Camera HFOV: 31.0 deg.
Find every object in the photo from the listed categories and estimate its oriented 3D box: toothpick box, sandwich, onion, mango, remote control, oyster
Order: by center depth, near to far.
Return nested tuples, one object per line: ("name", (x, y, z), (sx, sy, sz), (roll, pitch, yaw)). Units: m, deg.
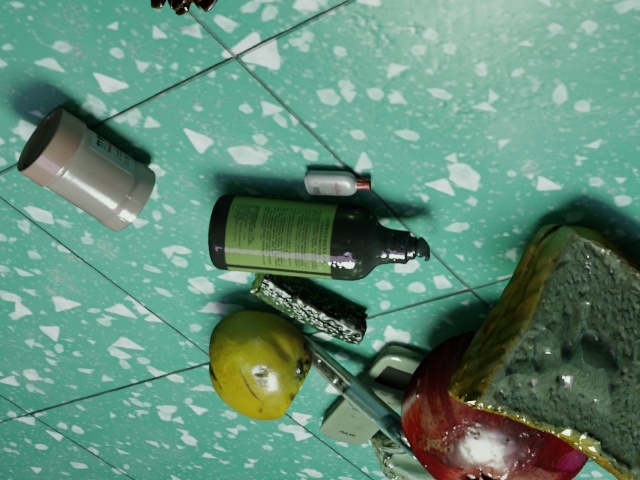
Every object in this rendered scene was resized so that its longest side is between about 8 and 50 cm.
("sandwich", (0.352, 0.145, 1.470), (0.301, 0.271, 0.099), (28, -175, -18))
("toothpick box", (-0.299, -0.089, 1.480), (0.149, 0.098, 0.098), (36, 138, -28))
("onion", (0.253, 0.256, 1.642), (0.276, 0.276, 0.276), (8, 143, 6))
("mango", (-0.101, 0.197, 1.769), (0.167, 0.130, 0.262), (41, 152, 10))
("remote control", (0.087, 0.254, 1.867), (0.090, 0.038, 0.309), (21, 143, -11))
("oyster", (0.225, 0.362, 1.927), (0.199, 0.087, 0.252), (40, 129, -18))

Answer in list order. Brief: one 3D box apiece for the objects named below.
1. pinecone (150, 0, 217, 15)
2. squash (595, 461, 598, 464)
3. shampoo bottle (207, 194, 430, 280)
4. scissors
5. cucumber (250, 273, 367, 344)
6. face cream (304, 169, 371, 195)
("pinecone", (-0.153, -0.307, 1.089), (0.165, 0.163, 0.163), (22, 145, -34))
("squash", (0.446, 0.286, 1.773), (0.077, 0.068, 0.219), (19, 147, 19))
("shampoo bottle", (0.000, 0.000, 1.504), (0.283, 0.101, 0.101), (5, 143, 11))
("scissors", (0.070, 0.247, 1.772), (0.289, 0.041, 0.138), (43, -174, 6))
("cucumber", (-0.015, 0.094, 1.673), (0.187, 0.058, 0.058), (30, 141, -19))
("face cream", (0.023, -0.072, 1.468), (0.083, 0.021, 0.040), (3, 143, 14))
